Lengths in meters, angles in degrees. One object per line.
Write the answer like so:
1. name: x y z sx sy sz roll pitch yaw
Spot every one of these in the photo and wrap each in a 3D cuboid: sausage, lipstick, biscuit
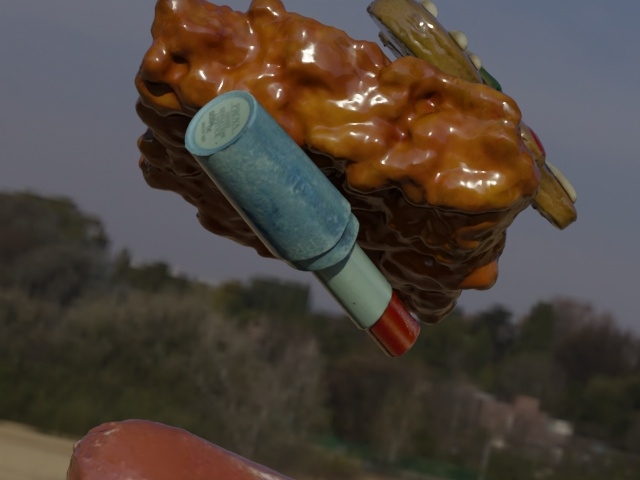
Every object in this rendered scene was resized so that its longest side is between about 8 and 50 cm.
1. sausage: -0.099 0.247 1.474 0.254 0.148 0.148 18 -7 -16
2. lipstick: 0.000 0.000 1.258 0.068 0.061 0.274 -3 -38 36
3. biscuit: 0.125 -0.116 1.416 0.197 0.049 0.301 45 2 35
4. biscuit: 0.006 -0.060 1.354 0.312 0.110 0.318 23 -20 2
